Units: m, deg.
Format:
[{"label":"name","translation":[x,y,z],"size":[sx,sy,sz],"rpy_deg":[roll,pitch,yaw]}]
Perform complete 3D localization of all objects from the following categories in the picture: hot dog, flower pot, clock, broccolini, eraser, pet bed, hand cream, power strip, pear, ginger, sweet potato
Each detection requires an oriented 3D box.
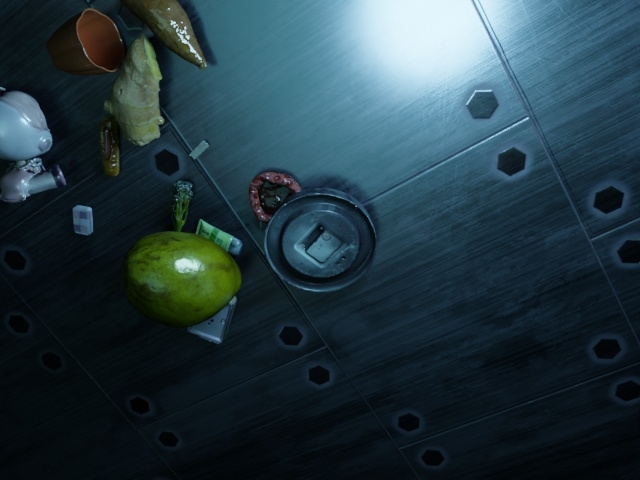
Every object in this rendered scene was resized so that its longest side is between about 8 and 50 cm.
[{"label":"hot dog","translation":[-0.728,-0.322,1.893],"size":[0.066,0.047,0.215],"rpy_deg":[12,115,6]},{"label":"flower pot","translation":[-0.738,-0.596,1.707],"size":[0.173,0.190,0.190],"rpy_deg":[-8,113,24]},{"label":"clock","translation":[-0.413,0.282,2.099],"size":[0.147,0.071,0.192],"rpy_deg":[19,115,0]},{"label":"broccolini","translation":[-0.540,-0.042,1.987],"size":[0.079,0.074,0.392],"rpy_deg":[2,124,-38]},{"label":"eraser","translation":[-0.877,-0.075,2.036],"size":[0.065,0.026,0.105],"rpy_deg":[9,115,1]},{"label":"clock","translation":[0.000,0.000,1.880],"size":[0.387,0.076,0.386],"rpy_deg":[0,120,1]},{"label":"pet bed","translation":[-0.152,-0.142,1.882],"size":[0.201,0.053,0.201],"rpy_deg":[2,119,4]},{"label":"hand cream","translation":[-0.366,-0.002,1.980],"size":[0.175,0.046,0.095],"rpy_deg":[24,121,0]},{"label":"power strip","translation":[-0.412,-0.306,1.867],"size":[0.083,0.017,0.027],"rpy_deg":[-38,103,21]},{"label":"pear","translation":[-0.473,0.130,1.863],"size":[0.414,0.352,0.352],"rpy_deg":[11,123,-40]},{"label":"ginger","translation":[-0.580,-0.476,1.757],"size":[0.190,0.126,0.353],"rpy_deg":[13,112,-13]},{"label":"sweet potato","translation":[-0.457,-0.660,1.660],"size":[0.337,0.131,0.131],"rpy_deg":[43,113,-12]}]

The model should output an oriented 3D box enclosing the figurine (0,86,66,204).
[{"label":"figurine","translation":[-1.011,-0.321,1.844],"size":[0.253,0.211,0.361],"rpy_deg":[2,115,8]}]
